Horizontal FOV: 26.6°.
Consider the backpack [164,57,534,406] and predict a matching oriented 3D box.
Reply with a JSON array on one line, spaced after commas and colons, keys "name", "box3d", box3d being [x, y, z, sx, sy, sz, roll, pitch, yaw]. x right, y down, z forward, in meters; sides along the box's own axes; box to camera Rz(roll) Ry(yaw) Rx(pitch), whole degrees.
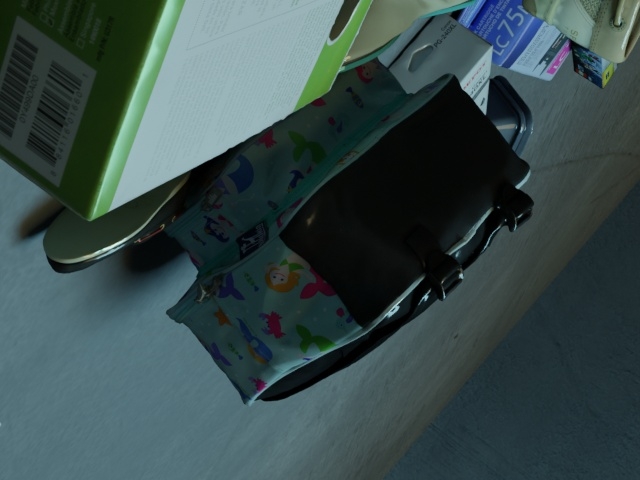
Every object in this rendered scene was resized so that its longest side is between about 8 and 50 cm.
[{"name": "backpack", "box3d": [0.000, 0.000, 0.994, 0.225, 0.191, 0.253, -42, 175, -39]}]

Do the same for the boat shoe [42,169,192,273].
[{"name": "boat shoe", "box3d": [-0.129, -0.012, 0.880, 0.133, 0.049, 0.042, -44, 154, -46]}]

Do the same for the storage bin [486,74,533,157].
[{"name": "storage bin", "box3d": [0.147, -0.105, 1.432, 0.091, 0.098, 0.135, -9, 141, -29]}]

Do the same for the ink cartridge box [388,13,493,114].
[{"name": "ink cartridge box", "box3d": [0.106, -0.130, 1.285, 0.109, 0.063, 0.150, -50, 164, -13]}]

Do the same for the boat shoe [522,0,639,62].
[{"name": "boat shoe", "box3d": [0.291, -0.302, 1.068, 0.121, 0.110, 0.341, -31, 154, -56]}]

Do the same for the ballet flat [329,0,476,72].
[{"name": "ballet flat", "box3d": [0.043, -0.189, 0.980, 0.248, 0.086, 0.086, -36, 157, -51]}]

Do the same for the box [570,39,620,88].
[{"name": "box", "box3d": [0.335, -0.269, 1.476, 0.159, 0.044, 0.233, -55, 165, -1]}]

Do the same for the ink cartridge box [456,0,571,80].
[{"name": "ink cartridge box", "box3d": [0.236, -0.262, 1.395, 0.186, 0.065, 0.311, -58, 162, 14]}]

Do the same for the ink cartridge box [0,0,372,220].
[{"name": "ink cartridge box", "box3d": [-0.056, -0.143, 0.731, 0.255, 0.097, 0.189, -34, 155, -54]}]
